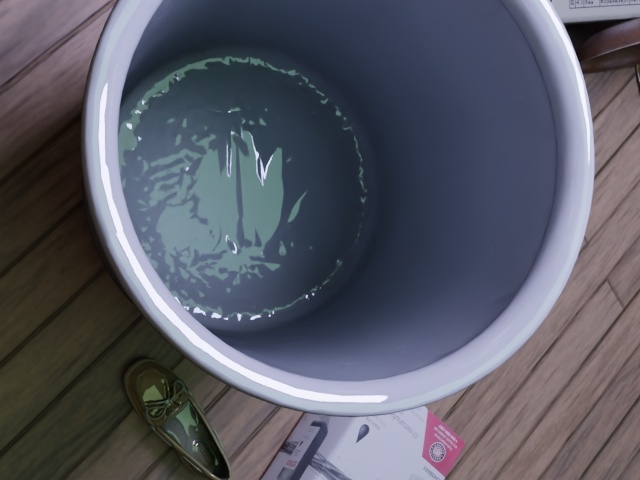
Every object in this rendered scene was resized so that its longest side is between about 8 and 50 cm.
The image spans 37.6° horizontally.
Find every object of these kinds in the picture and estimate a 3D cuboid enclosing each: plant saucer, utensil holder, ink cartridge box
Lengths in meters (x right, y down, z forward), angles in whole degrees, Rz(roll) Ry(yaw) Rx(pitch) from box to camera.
[{"bbox_3d":[0.402,-0.249,1.161,0.198,0.198,0.036,-13,90,-31],"label":"plant saucer"},{"bbox_3d":[-0.026,-0.055,0.746,0.327,0.385,0.328,0,89,-15],"label":"utensil holder"},{"bbox_3d":[0.036,0.263,1.031,0.158,0.092,0.218,44,73,-28],"label":"ink cartridge box"}]

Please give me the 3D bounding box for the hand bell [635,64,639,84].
[{"bbox_3d":[0.562,-0.262,1.330,0.242,0.126,0.126,-18,104,-42],"label":"hand bell"}]

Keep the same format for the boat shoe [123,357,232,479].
[{"bbox_3d":[-0.138,0.181,0.935,0.056,0.048,0.153,-38,113,-25],"label":"boat shoe"}]

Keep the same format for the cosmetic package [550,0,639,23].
[{"bbox_3d":[0.335,-0.340,1.147,0.296,0.129,0.153,-10,101,-32],"label":"cosmetic package"}]
